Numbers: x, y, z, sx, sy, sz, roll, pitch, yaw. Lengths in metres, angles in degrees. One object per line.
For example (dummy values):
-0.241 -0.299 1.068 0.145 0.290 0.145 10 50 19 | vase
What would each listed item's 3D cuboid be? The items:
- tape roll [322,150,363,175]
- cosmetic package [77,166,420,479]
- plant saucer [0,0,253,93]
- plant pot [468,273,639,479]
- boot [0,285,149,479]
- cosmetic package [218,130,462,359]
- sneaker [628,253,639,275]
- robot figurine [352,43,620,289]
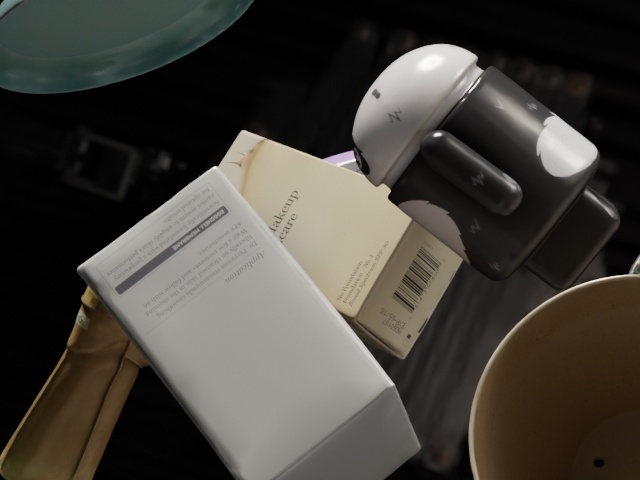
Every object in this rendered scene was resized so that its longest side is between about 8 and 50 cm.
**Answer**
0.083 -0.052 2.569 0.275 0.275 0.090 -43 -52 -54 | tape roll
-0.047 0.096 1.392 0.138 0.225 0.224 -37 -19 -5 | cosmetic package
-0.219 -0.250 1.922 0.044 0.317 0.317 68 -167 15 | plant saucer
0.281 0.194 1.574 0.191 0.284 0.284 62 -131 -67 | plant pot
-0.258 0.198 2.276 0.236 0.089 0.269 18 -76 -32 | boot
0.000 0.000 2.023 0.113 0.309 0.160 40 -103 -46 | cosmetic package
0.405 -0.006 2.026 0.166 0.065 0.076 -53 10 14 | sneaker
0.161 -0.069 1.779 0.173 0.278 0.209 -50 -3 -30 | robot figurine
